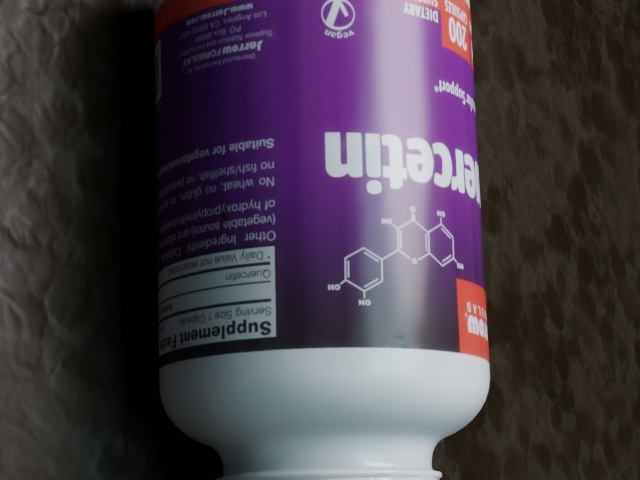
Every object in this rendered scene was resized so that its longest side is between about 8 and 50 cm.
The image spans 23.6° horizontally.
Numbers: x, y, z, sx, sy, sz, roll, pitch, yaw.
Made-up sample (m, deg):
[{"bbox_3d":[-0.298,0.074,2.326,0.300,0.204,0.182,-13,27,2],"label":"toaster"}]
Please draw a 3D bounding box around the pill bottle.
[{"bbox_3d":[0.000,0.000,0.848,0.181,0.181,0.323,11,72,-50],"label":"pill bottle"}]
